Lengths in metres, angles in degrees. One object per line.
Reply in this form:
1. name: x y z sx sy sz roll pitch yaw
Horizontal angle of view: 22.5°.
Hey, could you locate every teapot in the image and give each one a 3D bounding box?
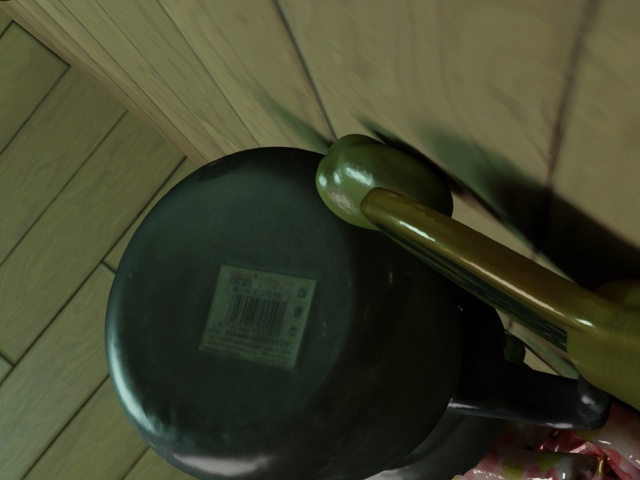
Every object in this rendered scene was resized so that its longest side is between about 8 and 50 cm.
1. teapot: 0.048 0.063 1.104 0.285 0.305 0.223 30 -138 -56

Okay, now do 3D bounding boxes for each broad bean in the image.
1. broad bean: 0.034 -0.026 0.813 0.083 0.045 0.063 22 157 51

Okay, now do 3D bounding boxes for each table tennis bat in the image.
1. table tennis bat: 0.113 0.032 0.649 0.198 0.050 0.321 31 179 -8

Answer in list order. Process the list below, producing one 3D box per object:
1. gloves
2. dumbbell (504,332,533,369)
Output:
1. gloves: 0.193 0.164 1.207 0.241 0.126 0.145 -6 138 44
2. dumbbell: 0.183 0.127 1.364 0.118 0.046 0.052 39 -177 -24
